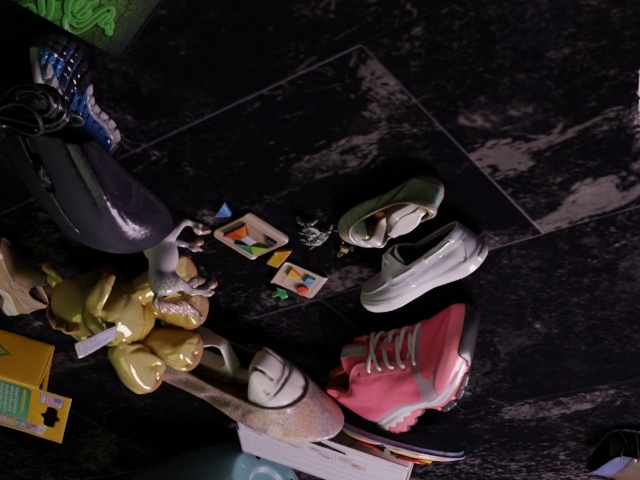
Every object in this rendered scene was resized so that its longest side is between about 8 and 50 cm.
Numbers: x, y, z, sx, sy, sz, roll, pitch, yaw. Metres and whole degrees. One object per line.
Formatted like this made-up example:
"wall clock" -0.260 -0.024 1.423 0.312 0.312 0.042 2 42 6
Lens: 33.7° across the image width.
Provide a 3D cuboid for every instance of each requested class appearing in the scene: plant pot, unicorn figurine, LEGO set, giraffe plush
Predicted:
"plant pot" -0.163 0.473 1.779 0.235 0.293 0.293 -34 126 28
"unicorn figurine" -0.188 0.014 1.274 0.111 0.162 0.060 -1 149 -31
"LEGO set" 0.002 0.000 1.249 0.083 0.023 0.054 22 145 -14
"giraffe plush" -0.272 0.093 1.367 0.170 0.181 0.210 15 -166 43

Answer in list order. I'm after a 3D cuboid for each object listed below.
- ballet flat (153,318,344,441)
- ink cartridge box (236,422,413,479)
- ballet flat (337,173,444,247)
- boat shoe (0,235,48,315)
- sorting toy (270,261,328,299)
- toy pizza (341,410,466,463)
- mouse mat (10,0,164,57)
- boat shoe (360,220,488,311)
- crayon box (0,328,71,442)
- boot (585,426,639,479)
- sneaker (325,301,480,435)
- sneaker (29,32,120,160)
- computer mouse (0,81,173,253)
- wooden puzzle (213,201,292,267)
"ballet flat" -0.114 0.184 1.455 0.316 0.107 0.106 18 135 12
"ink cartridge box" 0.007 0.308 1.606 0.275 0.060 0.239 17 154 9
"ballet flat" 0.070 -0.022 1.170 0.057 0.052 0.168 29 143 -22
"boat shoe" -0.406 0.044 1.424 0.072 0.068 0.190 0 156 -3
"sorting toy" -0.032 0.059 1.357 0.062 0.012 0.083 20 145 -12
"toy pizza" 0.112 0.293 1.541 0.201 0.032 0.201 15 180 0
"mouse mat" -0.216 -0.252 0.973 0.152 0.007 0.189 27 144 -21
"boat shoe" 0.106 0.029 1.227 0.063 0.066 0.184 46 138 -19
"crayon box" -0.549 0.210 1.685 0.323 0.083 0.203 19 146 -8
"boot" 0.461 0.304 1.489 0.106 0.082 0.219 13 148 -4
"sneaker" 0.098 0.166 1.378 0.136 0.116 0.314 22 145 -10
"sneaker" -0.278 -0.140 1.103 0.083 0.071 0.191 10 146 15
"computer mouse" -0.266 -0.057 1.108 0.188 0.072 0.272 2 149 39
"wooden puzzle" -0.084 -0.003 1.284 0.116 0.014 0.078 29 143 -22
